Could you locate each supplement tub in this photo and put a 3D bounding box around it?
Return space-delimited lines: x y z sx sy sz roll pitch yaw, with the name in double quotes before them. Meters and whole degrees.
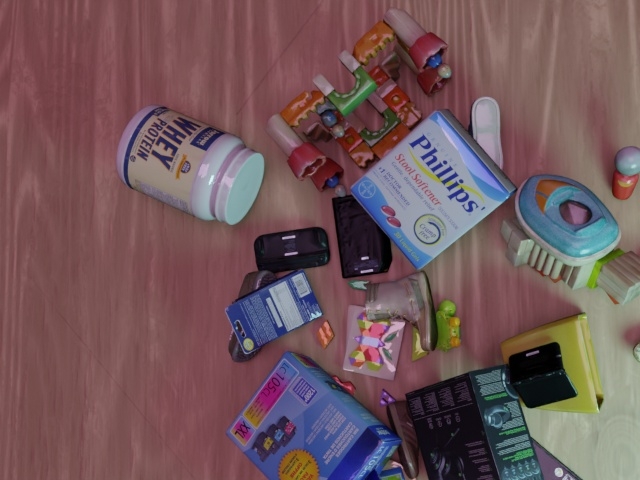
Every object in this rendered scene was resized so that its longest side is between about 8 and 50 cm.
"supplement tub" -0.334 -0.192 1.944 0.325 0.235 0.235 23 90 13

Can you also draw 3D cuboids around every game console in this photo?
"game console" 0.487 0.296 1.646 0.122 0.071 0.107 -25 45 32
"game console" 0.000 0.000 1.953 0.362 0.044 0.213 -8 81 11

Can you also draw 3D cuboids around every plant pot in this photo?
"plant pot" 0.532 0.289 1.734 0.187 0.212 0.212 -13 82 22

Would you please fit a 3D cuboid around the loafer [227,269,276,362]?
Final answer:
"loafer" -0.185 0.194 1.961 0.087 0.094 0.251 15 86 44

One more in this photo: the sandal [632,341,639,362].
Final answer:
"sandal" 0.812 0.239 1.754 0.180 0.049 0.072 -27 85 -6

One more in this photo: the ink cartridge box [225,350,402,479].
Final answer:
"ink cartridge box" 0.003 0.493 1.801 0.395 0.151 0.270 38 95 26

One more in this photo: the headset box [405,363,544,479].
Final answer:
"headset box" 0.346 0.451 1.704 0.131 0.246 0.282 -4 70 -32

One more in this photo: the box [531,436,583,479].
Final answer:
"box" 0.502 0.589 1.785 0.184 0.045 0.190 40 94 11

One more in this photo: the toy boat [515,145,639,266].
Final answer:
"toy boat" 0.611 -0.098 1.729 0.318 0.148 0.267 -30 53 -14

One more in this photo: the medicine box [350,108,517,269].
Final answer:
"medicine box" 0.271 -0.125 1.802 0.289 0.149 0.263 -42 84 24

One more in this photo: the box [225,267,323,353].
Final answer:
"box" -0.120 0.178 1.902 0.225 0.036 0.136 -26 101 -16

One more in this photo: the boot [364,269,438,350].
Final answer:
"boot" 0.194 0.183 1.826 0.165 0.077 0.213 -13 55 14

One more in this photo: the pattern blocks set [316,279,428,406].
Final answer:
"pattern blocks set" 0.131 0.258 1.907 0.286 0.026 0.324 -5 83 12

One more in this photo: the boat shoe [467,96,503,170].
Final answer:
"boat shoe" 0.401 -0.227 1.864 0.095 0.079 0.254 -3 93 8

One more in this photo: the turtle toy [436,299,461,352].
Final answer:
"turtle toy" 0.309 0.212 1.851 0.095 0.066 0.130 -5 81 35

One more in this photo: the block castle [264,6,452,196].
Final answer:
"block castle" 0.113 -0.314 1.825 0.453 0.303 0.213 -42 79 7

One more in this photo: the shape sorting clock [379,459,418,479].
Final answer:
"shape sorting clock" 0.155 0.640 1.856 0.206 0.040 0.206 2 96 15

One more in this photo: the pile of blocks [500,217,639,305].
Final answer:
"pile of blocks" 0.604 0.050 1.798 0.362 0.112 0.149 26 46 21

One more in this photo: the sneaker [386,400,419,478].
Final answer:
"sneaker" 0.220 0.481 1.830 0.071 0.066 0.188 -11 67 -12
